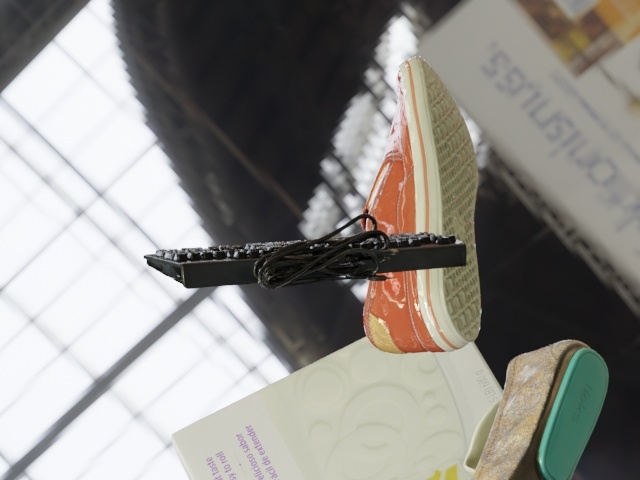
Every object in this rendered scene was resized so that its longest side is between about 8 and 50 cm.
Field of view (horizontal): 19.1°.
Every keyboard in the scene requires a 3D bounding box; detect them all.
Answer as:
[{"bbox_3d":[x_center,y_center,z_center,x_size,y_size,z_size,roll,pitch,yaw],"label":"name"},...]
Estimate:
[{"bbox_3d":[0.000,0.000,1.118,0.192,0.038,0.100,-5,-167,-26],"label":"keyboard"}]

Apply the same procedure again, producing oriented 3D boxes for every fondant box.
[{"bbox_3d":[0.045,0.241,1.968,0.238,0.330,0.096,60,173,28],"label":"fondant box"}]

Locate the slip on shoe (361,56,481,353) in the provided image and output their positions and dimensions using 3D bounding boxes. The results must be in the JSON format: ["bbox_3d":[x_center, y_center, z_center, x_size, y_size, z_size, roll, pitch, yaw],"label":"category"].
[{"bbox_3d":[0.085,-0.037,1.767,0.123,0.101,0.331,46,-144,-45],"label":"slip on shoe"}]

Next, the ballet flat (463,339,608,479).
[{"bbox_3d":[0.166,0.228,1.700,0.107,0.106,0.316,52,-129,-32],"label":"ballet flat"}]
